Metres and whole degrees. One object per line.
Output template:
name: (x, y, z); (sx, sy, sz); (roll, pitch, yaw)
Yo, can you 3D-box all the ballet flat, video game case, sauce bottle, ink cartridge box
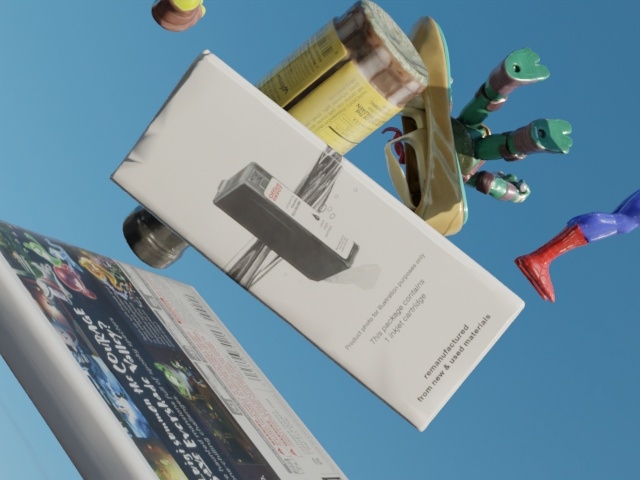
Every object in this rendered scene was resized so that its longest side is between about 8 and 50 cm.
ballet flat: (0.100, -0.118, 1.033); (0.080, 0.073, 0.232); (147, -63, -70)
video game case: (-0.046, 0.075, 0.394); (0.190, 0.022, 0.173); (48, 8, 24)
sauce bottle: (-0.056, -0.093, 0.995); (0.344, 0.111, 0.111); (-35, -91, 22)
ink cartridge box: (0.000, 0.000, 0.752); (0.273, 0.114, 0.197); (40, 1, 4)

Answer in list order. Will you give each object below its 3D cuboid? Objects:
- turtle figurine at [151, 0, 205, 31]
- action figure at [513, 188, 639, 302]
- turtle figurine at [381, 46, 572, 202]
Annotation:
turtle figurine: (-0.080, -0.247, 0.764); (0.269, 0.087, 0.217); (21, -35, -25)
action figure: (0.329, -0.013, 0.907); (0.139, 0.280, 0.091); (53, 4, 3)
turtle figurine: (0.166, -0.108, 1.113); (0.175, 0.118, 0.234); (56, -32, -2)
